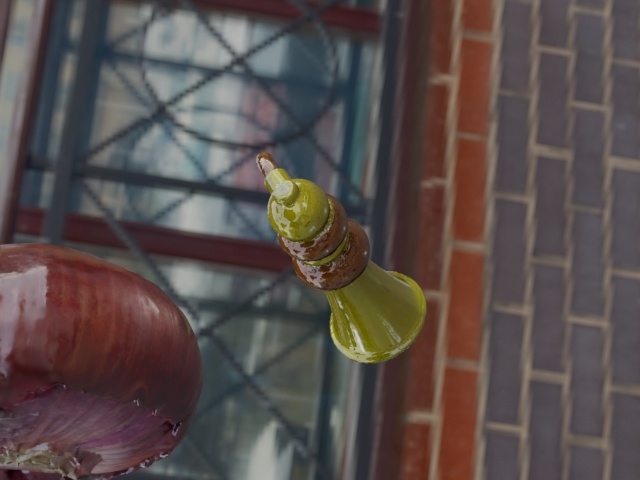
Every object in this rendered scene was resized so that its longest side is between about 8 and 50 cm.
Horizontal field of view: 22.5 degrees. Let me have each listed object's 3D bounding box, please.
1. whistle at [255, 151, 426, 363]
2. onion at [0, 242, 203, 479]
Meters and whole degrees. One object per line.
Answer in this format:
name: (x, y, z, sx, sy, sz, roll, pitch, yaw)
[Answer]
whistle: (0.005, -0.001, 0.681, 0.109, 0.046, 0.057, 56, -152, -45)
onion: (-0.196, 0.082, 1.029, 0.248, 0.248, 0.161, 120, 133, -73)
